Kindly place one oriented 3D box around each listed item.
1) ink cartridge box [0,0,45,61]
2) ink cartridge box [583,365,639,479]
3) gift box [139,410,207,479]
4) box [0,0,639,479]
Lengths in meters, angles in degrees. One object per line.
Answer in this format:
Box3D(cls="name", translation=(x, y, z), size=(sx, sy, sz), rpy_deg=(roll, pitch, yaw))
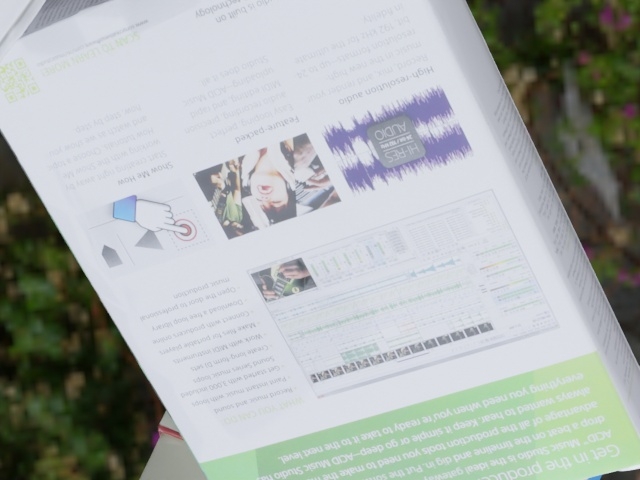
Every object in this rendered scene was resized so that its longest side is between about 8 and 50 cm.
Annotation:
Box3D(cls="ink cartridge box", translation=(-0.260, -0.182, 0.639), size=(0.166, 0.395, 0.285), rpy_deg=(13, -124, 26))
Box3D(cls="ink cartridge box", translation=(0.135, 0.118, 1.223), size=(0.078, 0.134, 0.231), rpy_deg=(27, -179, 22))
Box3D(cls="gift box", translation=(-0.042, 0.277, 1.587), size=(0.255, 0.258, 0.276), rpy_deg=(22, 152, 6))
Box3D(cls="box", translation=(0.000, 0.000, 0.921), size=(0.232, 0.322, 0.058), rpy_deg=(-18, -158, 24))
